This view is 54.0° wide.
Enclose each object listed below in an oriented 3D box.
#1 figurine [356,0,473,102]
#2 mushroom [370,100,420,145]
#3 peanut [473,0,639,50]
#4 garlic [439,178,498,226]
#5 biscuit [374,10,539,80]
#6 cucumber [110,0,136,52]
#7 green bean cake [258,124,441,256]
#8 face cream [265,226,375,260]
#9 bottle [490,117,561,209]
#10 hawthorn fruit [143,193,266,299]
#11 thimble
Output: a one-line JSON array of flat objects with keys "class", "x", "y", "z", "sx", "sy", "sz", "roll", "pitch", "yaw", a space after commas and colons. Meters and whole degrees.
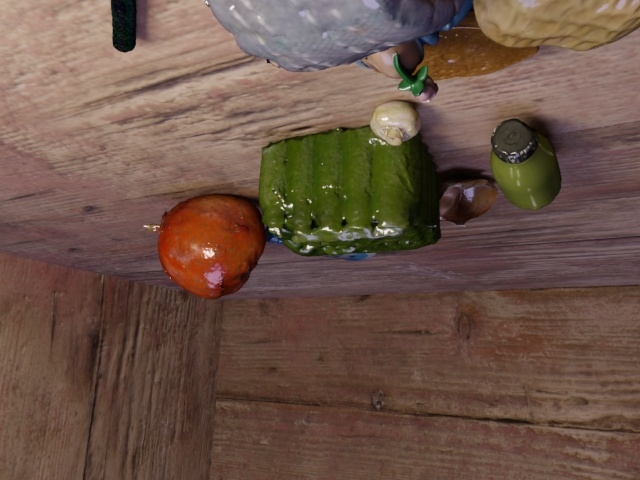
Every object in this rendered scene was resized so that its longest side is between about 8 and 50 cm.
[{"class": "figurine", "x": 0.102, "y": -0.234, "z": 0.693, "sx": 0.178, "sy": 0.144, "sz": 0.114, "roll": -18, "pitch": 162, "yaw": 27}, {"class": "mushroom", "x": 0.121, "y": -0.190, "z": 1.021, "sx": 0.084, "sy": 0.067, "sz": 0.083, "roll": 10, "pitch": 161, "yaw": 4}, {"class": "peanut", "x": 0.265, "y": -0.258, "z": 0.589, "sx": 0.233, "sy": 0.110, "sz": 0.196, "roll": 4, "pitch": 154, "yaw": -10}, {"class": "garlic", "x": 0.304, "y": -0.086, "z": 1.358, "sx": 0.175, "sy": 0.099, "sz": 0.124, "roll": -6, "pitch": -171, "yaw": -18}, {"class": "biscuit", "x": 0.170, "y": -0.253, "z": 0.821, "sx": 0.221, "sy": 0.028, "sz": 0.142, "roll": -2, "pitch": 167, "yaw": 22}, {"class": "cucumber", "x": -0.245, "y": -0.280, "z": 0.780, "sx": 0.032, "sy": 0.032, "sz": 0.133, "roll": 6, "pitch": 165, "yaw": -14}, {"class": "green bean cake", "x": 0.070, "y": -0.071, "z": 1.223, "sx": 0.335, "sy": 0.217, "sz": 0.319, "roll": -1, "pitch": 167, "yaw": 22}, {"class": "face cream", "x": 0.000, "y": 0.000, "z": 1.834, "sx": 0.337, "sy": 0.080, "sz": 0.163, "roll": 10, "pitch": 164, "yaw": -30}, {"class": "bottle", "x": 0.358, "y": -0.136, "z": 1.108, "sx": 0.112, "sy": 0.112, "sz": 0.260, "roll": -4, "pitch": 166, "yaw": 25}, {"class": "hawthorn fruit", "x": -0.295, "y": 0.003, "z": 1.560, "sx": 0.308, "sy": 0.275, "sz": 0.276, "roll": 18, "pitch": 166, "yaw": 0}, {"class": "thimble", "x": -0.002, "y": -0.249, "z": 0.484, "sx": 0.172, "sy": 0.205, "sz": 0.236, "roll": -7, "pitch": 161, "yaw": 41}]
